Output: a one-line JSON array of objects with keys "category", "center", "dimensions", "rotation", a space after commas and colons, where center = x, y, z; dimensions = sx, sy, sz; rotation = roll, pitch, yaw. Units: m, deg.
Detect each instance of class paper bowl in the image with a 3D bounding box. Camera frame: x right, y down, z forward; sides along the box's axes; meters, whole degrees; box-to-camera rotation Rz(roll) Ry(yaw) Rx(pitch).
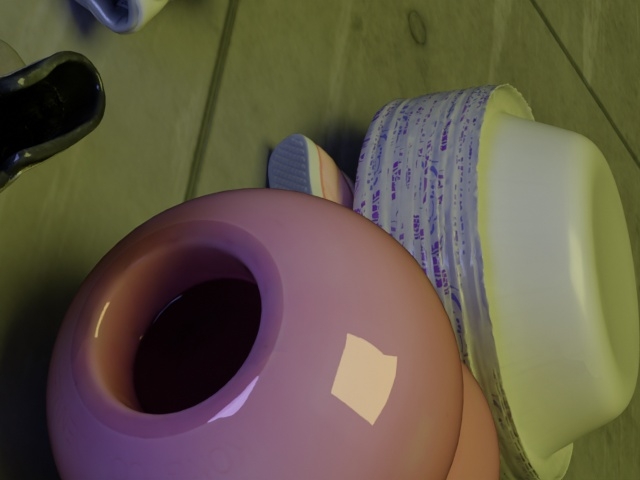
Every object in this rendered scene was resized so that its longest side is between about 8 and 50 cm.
[{"category": "paper bowl", "center": [0.134, 0.031, 1.114], "dimensions": [0.284, 0.148, 0.284], "rotation": [-8, 90, -69]}]

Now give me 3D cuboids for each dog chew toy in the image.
[{"category": "dog chew toy", "center": [0.002, 0.112, 0.849], "dimensions": [0.332, 0.207, 0.206], "rotation": [47, 38, -53]}]

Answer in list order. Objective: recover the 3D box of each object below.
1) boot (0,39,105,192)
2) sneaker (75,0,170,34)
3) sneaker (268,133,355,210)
[{"category": "boot", "center": [-0.151, -0.042, 0.678], "dimensions": [0.083, 0.161, 0.246], "rotation": [67, 29, -14]}, {"category": "sneaker", "center": [-0.099, -0.168, 0.928], "dimensions": [0.232, 0.090, 0.115], "rotation": [13, 71, -48]}, {"category": "sneaker", "center": [0.000, 0.000, 1.039], "dimensions": [0.070, 0.051, 0.134], "rotation": [37, 41, -41]}]
